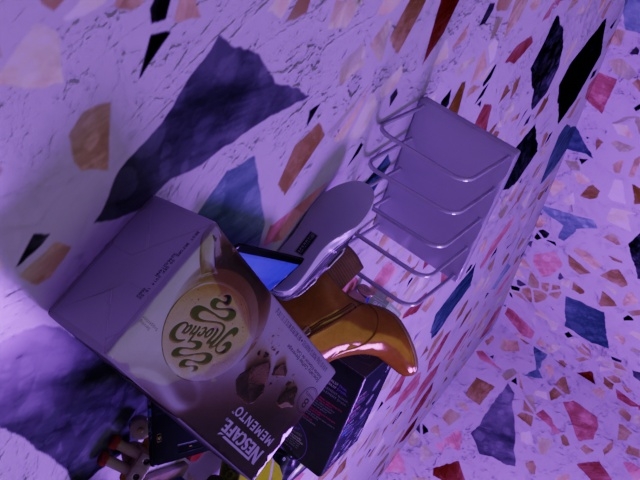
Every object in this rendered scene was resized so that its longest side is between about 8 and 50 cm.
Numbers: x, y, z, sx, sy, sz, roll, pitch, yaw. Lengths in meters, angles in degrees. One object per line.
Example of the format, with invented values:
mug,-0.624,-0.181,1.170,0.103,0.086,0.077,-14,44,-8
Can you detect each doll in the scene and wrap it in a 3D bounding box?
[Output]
doll,0.059,0.179,1.746,0.129,0.046,0.189,-29,145,-52

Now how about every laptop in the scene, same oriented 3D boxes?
laptop,-0.116,0.150,1.127,0.234,0.137,0.264,17,69,-69

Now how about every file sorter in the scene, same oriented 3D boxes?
file sorter,0.167,-0.060,1.425,0.173,0.193,0.277,-30,147,-47

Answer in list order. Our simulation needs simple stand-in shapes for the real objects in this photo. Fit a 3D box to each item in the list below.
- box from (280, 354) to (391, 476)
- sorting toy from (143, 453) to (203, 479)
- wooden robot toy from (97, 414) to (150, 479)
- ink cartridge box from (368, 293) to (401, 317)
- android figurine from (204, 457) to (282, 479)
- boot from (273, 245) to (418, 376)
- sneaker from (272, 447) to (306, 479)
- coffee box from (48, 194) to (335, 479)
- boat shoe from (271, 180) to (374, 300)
box,0.013,0.280,1.608,0.143,0.165,0.270,-31,148,-51
sorting toy,-0.269,0.437,1.356,0.274,0.046,0.132,-59,160,7
wooden robot toy,-0.256,0.284,1.160,0.173,0.076,0.079,-55,-164,-6
ink cartridge box,0.085,0.235,1.884,0.235,0.056,0.171,-58,161,-4
android figurine,-0.126,0.455,1.528,0.272,0.056,0.248,60,30,-44
boot,0.026,0.170,1.411,0.211,0.104,0.295,-42,113,-25
sneaker,-0.104,0.485,1.816,0.235,0.084,0.097,-45,133,-35
coffee box,-0.128,0.115,0.937,0.168,0.119,0.297,-51,136,-17
boat shoe,0.000,0.000,1.295,0.219,0.078,0.070,-46,158,-8
